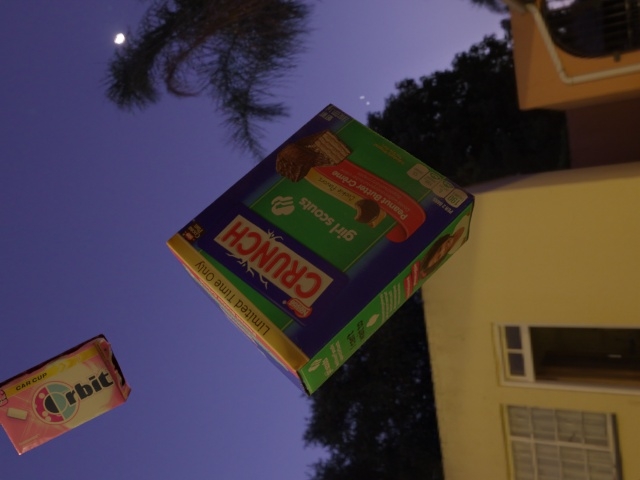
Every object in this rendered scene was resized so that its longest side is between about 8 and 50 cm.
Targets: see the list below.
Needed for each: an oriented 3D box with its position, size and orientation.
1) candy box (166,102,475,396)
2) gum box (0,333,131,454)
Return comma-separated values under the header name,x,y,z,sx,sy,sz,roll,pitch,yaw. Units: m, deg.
name,x,y,z,sx,sy,sz,roll,pitch,yaw
candy box,0.000,0.000,0.809,0.317,0.268,0.122,-43,-29,-14
gum box,-0.401,0.236,0.938,0.107,0.188,0.062,65,174,-8
